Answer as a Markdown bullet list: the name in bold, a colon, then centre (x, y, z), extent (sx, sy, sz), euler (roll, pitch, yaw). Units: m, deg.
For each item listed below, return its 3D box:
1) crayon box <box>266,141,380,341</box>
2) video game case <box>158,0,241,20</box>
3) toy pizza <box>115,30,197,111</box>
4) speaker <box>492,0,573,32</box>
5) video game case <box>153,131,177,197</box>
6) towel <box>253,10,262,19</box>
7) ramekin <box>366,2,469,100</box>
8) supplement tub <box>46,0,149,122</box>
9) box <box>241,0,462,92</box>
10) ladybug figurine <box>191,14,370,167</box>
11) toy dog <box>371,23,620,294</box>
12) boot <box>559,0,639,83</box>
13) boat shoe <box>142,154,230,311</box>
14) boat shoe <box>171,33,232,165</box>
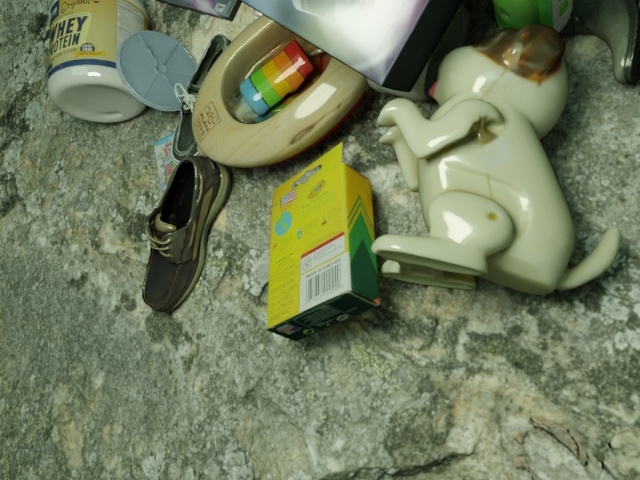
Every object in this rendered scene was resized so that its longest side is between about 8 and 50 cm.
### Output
- **crayon box**: centre (0.000, 0.000, 1.072), extent (0.202, 0.081, 0.319), euler (-29, 48, 36)
- **video game case**: centre (-0.281, -0.661, 1.460), extent (0.274, 0.026, 0.196), euler (25, 90, 28)
- **toy pizza**: centre (-0.373, -0.387, 1.356), extent (0.032, 0.201, 0.201), euler (-25, 65, 50)
- **speaker**: centre (0.316, -0.391, 0.888), extent (0.131, 0.296, 0.131), euler (1, 92, 22)
- **video game case**: centre (-0.328, -0.178, 1.374), extent (0.119, 0.015, 0.166), euler (-22, 69, 20)
- **towel**: centre (-0.053, -0.558, 1.300), extent (0.144, 0.029, 0.197), euler (22, 89, 14)
- **ramekin**: centre (0.181, -0.353, 1.064), extent (0.109, 0.207, 0.207), euler (29, 91, 19)
- **supplement tub**: centre (-0.531, -0.471, 1.421), extent (0.228, 0.228, 0.316), euler (-12, 73, 23)
- **box**: centre (0.071, -0.428, 0.888), extent (0.294, 0.183, 0.296), euler (34, 111, 12)
- **ladybug figurine**: centre (-0.064, -0.305, 1.191), extent (0.449, 0.162, 0.305), euler (-32, 65, 16)
- **toy dog**: centre (0.270, -0.136, 0.926), extent (0.395, 0.284, 0.408), euler (6, 80, 20)
- **boot**: centre (0.462, -0.368, 1.010), extent (0.161, 0.083, 0.247), euler (-5, 76, 38)
- **boat shoe**: centre (-0.316, -0.021, 1.258), extent (0.132, 0.130, 0.355), euler (19, 91, 27)
- **boat shoe**: centre (-0.263, -0.310, 1.313), extent (0.113, 0.105, 0.306), euler (27, 87, 23)
